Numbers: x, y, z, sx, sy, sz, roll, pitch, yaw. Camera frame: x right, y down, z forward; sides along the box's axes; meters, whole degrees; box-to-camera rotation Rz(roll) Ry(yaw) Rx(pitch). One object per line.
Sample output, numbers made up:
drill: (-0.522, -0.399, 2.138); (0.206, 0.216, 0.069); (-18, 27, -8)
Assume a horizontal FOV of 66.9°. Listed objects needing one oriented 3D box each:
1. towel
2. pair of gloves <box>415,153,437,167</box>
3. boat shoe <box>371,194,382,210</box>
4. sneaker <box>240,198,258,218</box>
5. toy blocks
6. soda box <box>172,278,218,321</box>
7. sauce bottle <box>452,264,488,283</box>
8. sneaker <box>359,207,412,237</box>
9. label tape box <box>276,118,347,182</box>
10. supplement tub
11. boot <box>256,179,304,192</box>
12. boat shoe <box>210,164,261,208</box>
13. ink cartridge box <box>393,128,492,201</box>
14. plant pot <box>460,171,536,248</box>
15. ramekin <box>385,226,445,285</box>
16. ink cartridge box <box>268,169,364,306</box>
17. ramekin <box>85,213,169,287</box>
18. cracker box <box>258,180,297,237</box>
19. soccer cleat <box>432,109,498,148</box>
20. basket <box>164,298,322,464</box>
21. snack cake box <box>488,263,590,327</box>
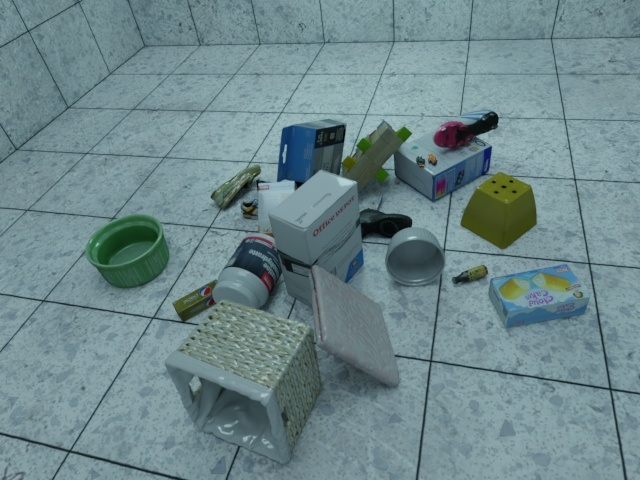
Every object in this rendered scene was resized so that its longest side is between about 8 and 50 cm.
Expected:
towel: (0.096, 0.258, 1.480); (0.053, 0.332, 0.317); (-41, 34, 23)
pair of gloves: (0.443, -0.334, 2.029); (0.083, 0.010, 0.074); (-11, 45, 2)
boat shoe: (0.240, -0.160, 2.080); (0.035, 0.035, 0.100); (12, 53, 18)
sneaker: (-0.258, -0.139, 2.107); (0.186, 0.083, 0.069); (-2, 43, 8)
toy blocks: (0.224, -0.386, 2.155); (0.381, 0.191, 0.261); (-48, 14, 20)
soda box: (-0.442, 0.219, 1.776); (0.181, 0.058, 0.061); (-30, 47, -20)
sauce bottle: (0.529, 0.124, 1.720); (0.128, 0.042, 0.042); (-21, 44, -9)
sneaker: (0.224, -0.081, 1.951); (0.287, 0.109, 0.130); (-1, 37, 6)
label tape box: (-0.035, -0.387, 2.134); (0.115, 0.249, 0.348); (23, 30, 28)
supplement tub: (-0.250, 0.123, 1.747); (0.191, 0.191, 0.272); (9, 46, 19)
boot: (-0.148, -0.239, 2.206); (0.229, 0.091, 0.263); (-22, 33, -29)
boat shoe: (-0.377, -0.251, 2.253); (0.285, 0.104, 0.089); (-40, 88, -23)
ink cartridge box: (0.564, -0.367, 2.157); (0.396, 0.151, 0.270); (-29, 47, -18)
plant pot: (0.691, -0.132, 1.856); (0.212, 0.187, 0.212); (-32, 48, -22)
ramekin: (0.332, 0.049, 1.721); (0.207, 0.207, 0.109); (-3, 34, 7)
ink cartridge box: (0.000, 0.000, 1.684); (0.166, 0.394, 0.285); (24, 52, 30)
ramekin: (-0.762, 0.046, 1.952); (0.304, 0.148, 0.303); (-5, 43, 5)
cracker box: (-0.176, -0.125, 2.012); (0.156, 0.067, 0.232); (-3, 77, 7)
soccer cleat: (0.610, -0.485, 2.105); (0.331, 0.116, 0.143); (-20, 28, -14)
basket: (-0.199, 0.387, 1.365); (0.332, 0.328, 0.266); (12, 43, 22)
snack cake box: (0.709, 0.181, 1.590); (0.265, 0.089, 0.152); (-11, 42, -1)
